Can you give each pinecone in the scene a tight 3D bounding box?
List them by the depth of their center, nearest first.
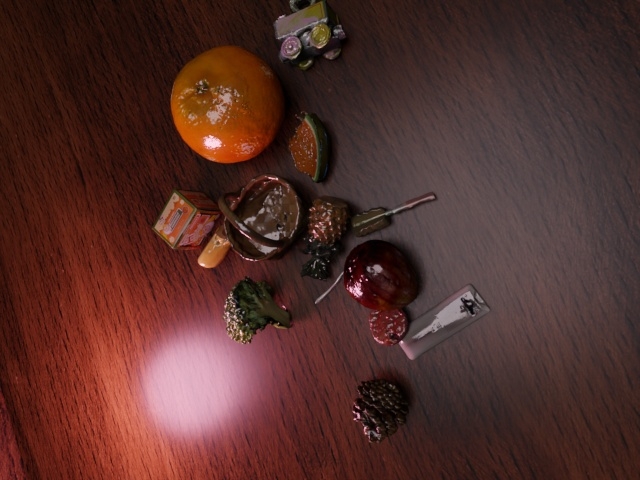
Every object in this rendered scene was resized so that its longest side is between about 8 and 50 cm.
[{"bbox_3d":[0.192,0.568,1.463,0.184,0.179,0.204,54,128,36],"label":"pinecone"}]

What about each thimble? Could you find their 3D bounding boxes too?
[{"bbox_3d":[-0.058,-0.857,1.590,0.110,0.062,0.084,21,98,20],"label":"thimble"}]

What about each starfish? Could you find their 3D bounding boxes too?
[{"bbox_3d":[-0.057,-0.433,1.618,0.078,0.028,0.091,1,94,25],"label":"starfish"}]

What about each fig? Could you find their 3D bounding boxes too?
[{"bbox_3d":[0.199,0.116,1.429,0.263,0.224,0.223,37,105,16],"label":"fig"}]

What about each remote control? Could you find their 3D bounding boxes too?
[{"bbox_3d":[0.393,0.274,1.430,0.313,0.055,0.109,-39,77,19],"label":"remote control"}]

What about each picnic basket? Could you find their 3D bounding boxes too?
[{"bbox_3d":[-0.224,-0.078,1.542,0.293,0.337,0.337,45,107,15],"label":"picnic basket"}]

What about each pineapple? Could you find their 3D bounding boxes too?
[{"bbox_3d":[0.000,0.000,1.539,0.170,0.141,0.309,9,110,-15],"label":"pineapple"}]

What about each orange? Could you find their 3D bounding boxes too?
[{"bbox_3d":[-0.342,-0.489,1.575,0.425,0.326,0.423,1,92,21],"label":"orange"}]

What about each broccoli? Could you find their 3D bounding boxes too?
[{"bbox_3d":[-0.261,0.279,1.631,0.180,0.273,0.242,-32,38,29],"label":"broccoli"}]

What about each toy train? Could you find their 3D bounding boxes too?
[{"bbox_3d":[-0.039,-0.727,1.546,0.261,0.134,0.177,-11,87,22],"label":"toy train"}]

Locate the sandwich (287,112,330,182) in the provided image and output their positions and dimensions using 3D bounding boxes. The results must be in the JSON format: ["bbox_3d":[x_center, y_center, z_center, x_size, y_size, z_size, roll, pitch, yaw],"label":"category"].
[{"bbox_3d":[-0.028,-0.324,1.577,0.159,0.079,0.234,-20,89,40],"label":"sandwich"}]

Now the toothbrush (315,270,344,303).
[{"bbox_3d":[0.050,0.160,1.593,0.204,0.017,0.022,-47,55,16],"label":"toothbrush"}]

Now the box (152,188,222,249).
[{"bbox_3d":[-0.525,-0.083,1.740,0.148,0.178,0.194,40,105,16],"label":"box"}]

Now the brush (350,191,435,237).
[{"bbox_3d":[0.243,-0.096,1.478,0.301,0.071,0.084,-21,80,21],"label":"brush"}]

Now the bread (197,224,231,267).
[{"bbox_3d":[-0.407,0.029,1.727,0.085,0.134,0.173,34,111,-14],"label":"bread"}]

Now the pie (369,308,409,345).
[{"bbox_3d":[0.232,0.284,1.486,0.154,0.038,0.153,-16,64,34],"label":"pie"}]
